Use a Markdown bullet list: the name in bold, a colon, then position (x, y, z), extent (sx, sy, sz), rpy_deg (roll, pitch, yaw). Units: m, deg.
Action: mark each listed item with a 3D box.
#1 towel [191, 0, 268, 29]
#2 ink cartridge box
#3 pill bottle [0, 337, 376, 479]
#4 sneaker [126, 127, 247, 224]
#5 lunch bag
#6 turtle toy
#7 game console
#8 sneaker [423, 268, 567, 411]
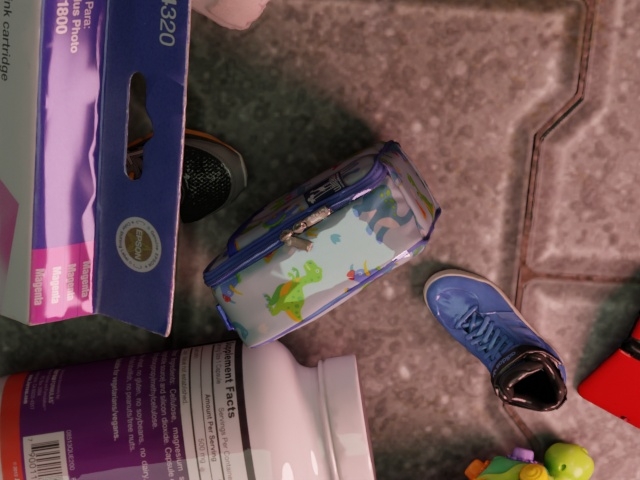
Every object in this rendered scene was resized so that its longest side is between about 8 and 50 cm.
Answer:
- **towel**: position (-0.106, -0.349, 1.322), extent (0.317, 0.053, 0.332), rpy_deg (31, 130, -11)
- **ink cartridge box**: position (-0.254, -0.109, 1.371), extent (0.330, 0.071, 0.324), rpy_deg (16, 112, 31)
- **pill bottle**: position (-0.120, 0.181, 1.504), extent (0.323, 0.181, 0.181), rpy_deg (-9, 109, 2)
- **sneaker**: position (-0.167, -0.038, 1.477), extent (0.215, 0.083, 0.084), rpy_deg (-7, 108, 1)
- **lunch bag**: position (0.000, 0.000, 1.419), extent (0.176, 0.219, 0.090), rpy_deg (-32, 95, 13)
- **turtle toy**: position (0.180, 0.219, 1.582), extent (0.130, 0.066, 0.095), rpy_deg (-16, 132, 2)
- **game console**: position (0.321, 0.109, 1.574), extent (0.144, 0.085, 0.124), rpy_deg (29, 76, -11)
- **sneaker**: position (0.152, 0.088, 1.525), extent (0.152, 0.084, 0.058), rpy_deg (42, 104, -14)
